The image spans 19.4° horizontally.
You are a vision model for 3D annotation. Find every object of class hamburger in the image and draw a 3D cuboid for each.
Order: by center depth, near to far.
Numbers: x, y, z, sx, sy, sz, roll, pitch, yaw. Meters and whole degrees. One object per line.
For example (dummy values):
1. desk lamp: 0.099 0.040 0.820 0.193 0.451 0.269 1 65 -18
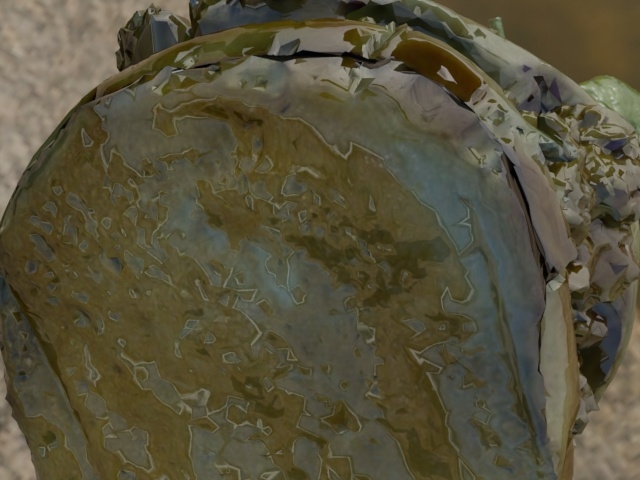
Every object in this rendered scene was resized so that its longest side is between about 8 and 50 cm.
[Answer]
1. hamburger: 0.000 0.000 0.453 0.131 0.159 0.185 -46 129 -61

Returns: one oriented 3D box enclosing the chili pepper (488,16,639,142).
1. chili pepper: 0.146 -0.038 0.876 0.204 0.072 0.073 9 62 -31
